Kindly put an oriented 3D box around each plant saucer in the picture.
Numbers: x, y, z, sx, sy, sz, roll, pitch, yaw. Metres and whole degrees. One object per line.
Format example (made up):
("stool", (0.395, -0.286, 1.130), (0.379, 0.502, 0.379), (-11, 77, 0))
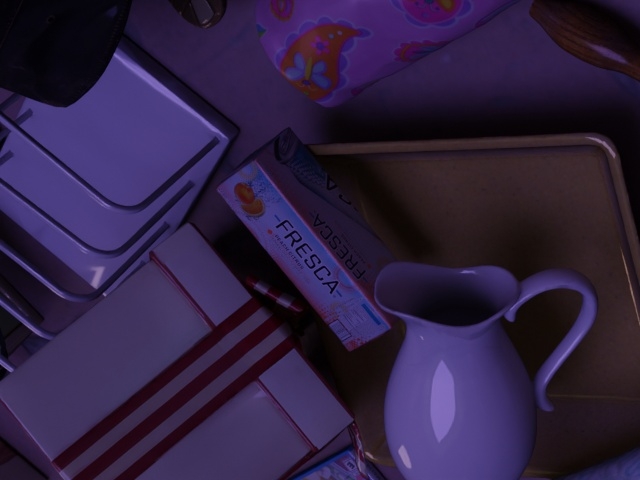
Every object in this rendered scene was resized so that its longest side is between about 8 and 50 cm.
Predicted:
("plant saucer", (0.146, 0.044, 1.581), (0.332, 0.081, 0.333), (0, 121, 34))

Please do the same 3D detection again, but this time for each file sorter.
("file sorter", (-0.242, -0.036, 1.723), (0.193, 0.173, 0.278), (39, 133, 4))

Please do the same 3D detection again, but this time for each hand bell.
("hand bell", (0.258, -0.124, 1.393), (0.242, 0.126, 0.126), (35, 135, 26))

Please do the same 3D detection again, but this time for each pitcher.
("pitcher", (0.137, 0.113, 1.507), (0.177, 0.125, 0.207), (-5, 125, 2))

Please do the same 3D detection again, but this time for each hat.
("hat", (-0.220, -0.204, 1.530), (0.134, 0.331, 0.331), (28, 137, -17))

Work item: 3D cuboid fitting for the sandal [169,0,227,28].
("sandal", (-0.120, -0.267, 1.569), (0.072, 0.049, 0.180), (-31, 86, 54))

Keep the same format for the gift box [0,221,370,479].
("gift box", (-0.107, 0.159, 1.672), (0.276, 0.258, 0.255), (49, 171, 0))

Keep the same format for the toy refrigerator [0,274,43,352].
("toy refrigerator", (-0.409, 0.132, 1.883), (0.102, 0.269, 0.094), (47, 134, -2))

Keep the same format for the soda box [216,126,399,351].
("soda box", (0.000, 0.000, 1.549), (0.058, 0.063, 0.183), (-32, 100, 42))

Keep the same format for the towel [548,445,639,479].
("towel", (0.382, 0.283, 1.520), (0.374, 0.090, 0.320), (39, 136, -19))

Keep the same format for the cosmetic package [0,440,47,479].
("cosmetic package", (-0.476, 0.248, 2.108), (0.296, 0.129, 0.153), (41, 133, 4))

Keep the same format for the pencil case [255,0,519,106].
("pencil case", (0.077, -0.209, 1.430), (0.284, 0.124, 0.124), (-30, 101, 42))

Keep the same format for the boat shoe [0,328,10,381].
("boat shoe", (-0.410, 0.026, 1.832), (0.302, 0.114, 0.091), (44, 139, 12))

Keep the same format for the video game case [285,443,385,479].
("video game case", (0.048, 0.288, 1.861), (0.166, 0.015, 0.119), (50, 134, -6))

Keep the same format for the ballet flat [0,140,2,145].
("ballet flat", (-0.402, -0.143, 1.826), (0.203, 0.074, 0.074), (45, 134, 0))
